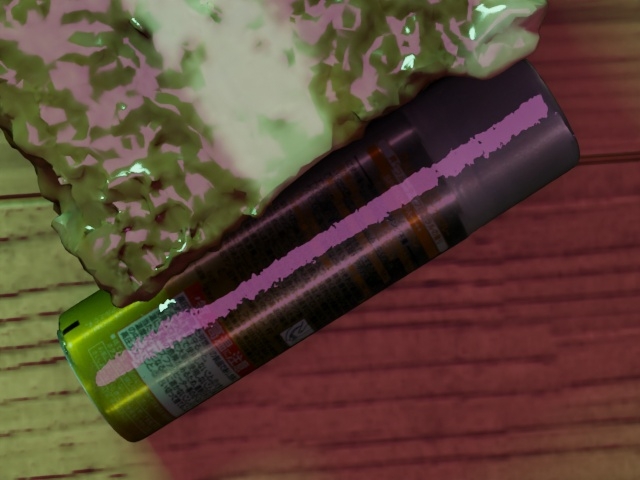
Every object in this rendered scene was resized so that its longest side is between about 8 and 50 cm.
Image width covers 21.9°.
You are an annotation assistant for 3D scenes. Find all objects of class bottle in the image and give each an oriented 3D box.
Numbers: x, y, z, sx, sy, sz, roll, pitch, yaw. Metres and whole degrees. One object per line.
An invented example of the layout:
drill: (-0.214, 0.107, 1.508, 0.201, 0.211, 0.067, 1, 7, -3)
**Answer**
bottle: (0.000, 0.000, 0.880, 0.286, 0.082, 0.082, -32, 94, 1)

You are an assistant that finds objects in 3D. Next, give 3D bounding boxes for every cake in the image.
cake: (-0.047, -0.158, 0.780, 0.290, 0.282, 0.255, -32, 101, -3)
